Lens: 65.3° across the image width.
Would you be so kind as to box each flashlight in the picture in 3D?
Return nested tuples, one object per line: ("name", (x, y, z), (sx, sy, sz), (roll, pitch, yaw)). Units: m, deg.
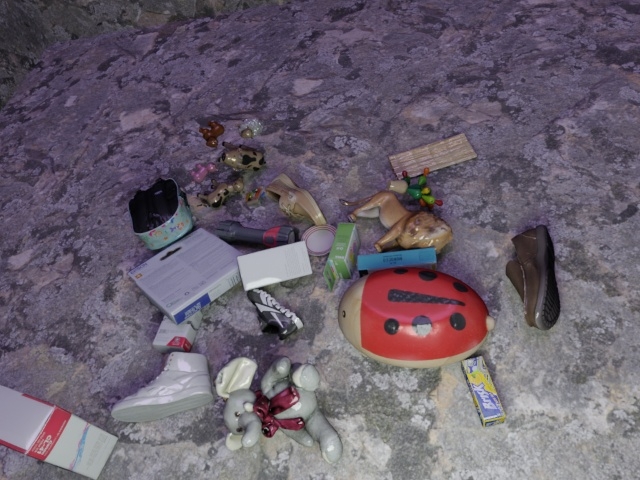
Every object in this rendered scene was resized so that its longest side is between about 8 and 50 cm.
("flashlight", (-0.225, -0.022, 1.806), (0.303, 0.103, 0.103), (9, 59, 27))

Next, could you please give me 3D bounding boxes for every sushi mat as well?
("sushi mat", (0.424, -0.322, 1.919), (0.316, 0.019, 0.152), (-17, 51, 1))

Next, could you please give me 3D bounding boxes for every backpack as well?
("backpack", (-0.596, -0.085, 1.884), (0.225, 0.191, 0.254), (-28, 40, -1))

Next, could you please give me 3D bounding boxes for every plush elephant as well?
("plush elephant", (-0.140, 0.439, 1.306), (0.255, 0.272, 0.330), (-23, 20, -21))

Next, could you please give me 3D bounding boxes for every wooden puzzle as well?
("wooden puzzle", (-0.259, -0.177, 1.956), (0.116, 0.014, 0.079), (-18, 48, 38))

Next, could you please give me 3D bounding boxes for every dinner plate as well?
("dinner plate", (0.000, 0.000, 1.773), (0.141, 0.017, 0.141), (-7, 50, 8))

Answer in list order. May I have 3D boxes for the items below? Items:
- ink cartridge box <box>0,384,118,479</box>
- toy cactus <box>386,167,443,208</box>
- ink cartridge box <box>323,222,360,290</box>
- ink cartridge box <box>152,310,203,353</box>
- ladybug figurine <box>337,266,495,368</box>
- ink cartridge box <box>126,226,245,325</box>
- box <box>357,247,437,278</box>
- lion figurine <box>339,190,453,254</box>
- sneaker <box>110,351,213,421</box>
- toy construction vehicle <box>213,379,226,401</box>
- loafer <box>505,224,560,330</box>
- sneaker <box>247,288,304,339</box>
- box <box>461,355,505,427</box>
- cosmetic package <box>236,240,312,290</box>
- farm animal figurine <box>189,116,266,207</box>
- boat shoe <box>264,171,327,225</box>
("ink cartridge box", (-0.740, 0.526, 1.357), (0.225, 0.306, 0.131), (8, 55, 21))
("toy cactus", (0.323, -0.190, 1.757), (0.180, 0.112, 0.219), (5, 37, -23))
("ink cartridge box", (0.075, 0.056, 1.647), (0.062, 0.109, 0.210), (4, 53, 20))
("ink cartridge box", (-0.463, 0.289, 1.633), (0.109, 0.063, 0.151), (2, 51, 16))
("ladybug figurine", (0.259, 0.198, 1.416), (0.448, 0.162, 0.305), (1, 55, 17))
("ink cartridge box", (-0.450, 0.111, 1.730), (0.324, 0.072, 0.330), (-36, 42, -27))
("box", (0.244, 0.087, 1.584), (0.243, 0.101, 0.060), (-6, 49, 10))
("lion figurine", (0.246, -0.077, 1.683), (0.240, 0.142, 0.392), (-35, 56, -2))
("sneaker", (-0.473, 0.432, 1.502), (0.292, 0.108, 0.169), (-11, 48, -7))
("toy construction vehicle", (-0.274, 0.425, 1.491), (0.085, 0.035, 0.098), (26, 62, 31))
("loafer", (0.616, 0.113, 1.466), (0.130, 0.134, 0.366), (-15, 35, 34))
("sneaker", (-0.168, 0.236, 1.588), (0.234, 0.078, 0.106), (30, 62, 30))
("box", (0.427, 0.397, 1.316), (0.059, 0.054, 0.169), (-14, 50, 4))
("cosmetic package", (-0.153, 0.081, 1.645), (0.230, 0.085, 0.118), (-12, 91, -11))
("farm animal figurine", (-0.345, -0.304, 1.986), (0.172, 0.331, 0.326), (26, 34, 33))
("boat shoe", (-0.094, -0.133, 1.849), (0.110, 0.122, 0.341), (-37, 42, -10))
